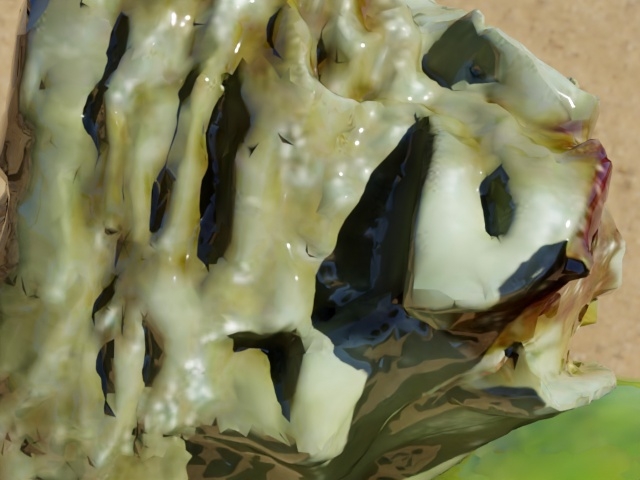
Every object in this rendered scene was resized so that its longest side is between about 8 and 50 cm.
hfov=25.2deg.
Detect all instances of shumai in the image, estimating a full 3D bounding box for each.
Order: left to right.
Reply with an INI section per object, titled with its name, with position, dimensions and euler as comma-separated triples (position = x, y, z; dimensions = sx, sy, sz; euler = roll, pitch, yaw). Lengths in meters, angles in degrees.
[shumai]
position = -0.002, 0.000, 0.494
dimensions = 0.218, 0.255, 0.189
euler = 9, 2, 15

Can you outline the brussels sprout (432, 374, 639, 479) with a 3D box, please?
[brussels sprout]
position = 0.109, 0.242, 0.633
dimensions = 0.343, 0.361, 0.425
euler = -13, -1, -13
